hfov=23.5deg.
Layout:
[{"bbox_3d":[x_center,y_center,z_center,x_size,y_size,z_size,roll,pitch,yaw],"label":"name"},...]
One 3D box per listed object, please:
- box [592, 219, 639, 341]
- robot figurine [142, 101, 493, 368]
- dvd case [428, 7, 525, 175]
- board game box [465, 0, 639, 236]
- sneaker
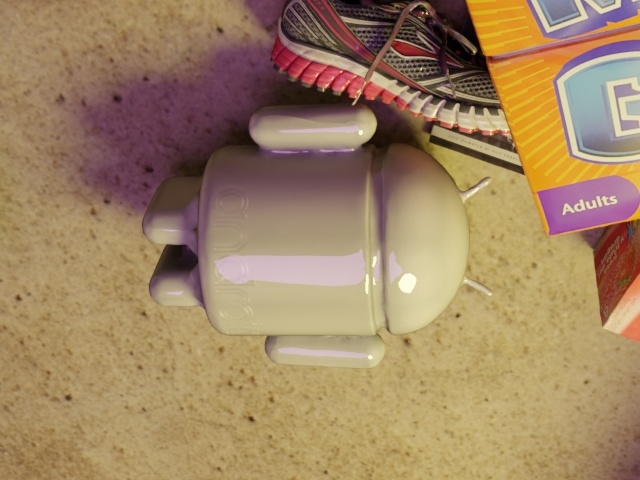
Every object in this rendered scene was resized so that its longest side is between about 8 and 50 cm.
[{"bbox_3d":[0.415,-0.031,1.562,0.154,0.142,0.300,21,124,-10],"label":"box"},{"bbox_3d":[0.000,0.000,1.589,0.354,0.200,0.300,-1,118,6],"label":"robot figurine"},{"bbox_3d":[0.213,-0.165,1.543,0.165,0.018,0.221,20,127,7],"label":"dvd case"},{"bbox_3d":[0.293,-0.279,1.155,0.357,0.356,0.356,-12,130,16],"label":"board game box"},{"bbox_3d":[0.102,-0.180,1.491,0.299,0.121,0.112,16,110,4],"label":"sneaker"}]
